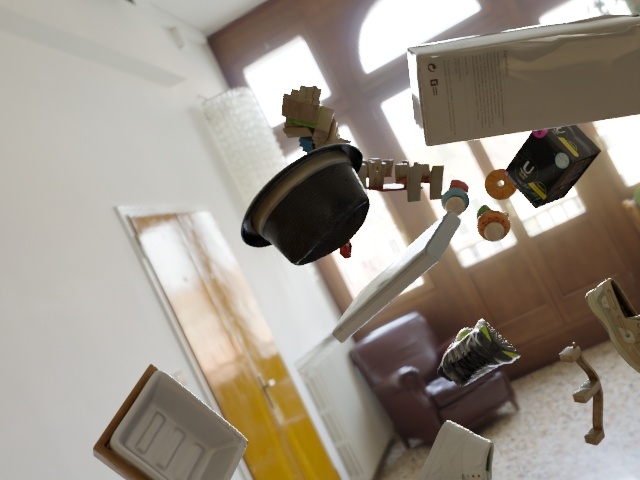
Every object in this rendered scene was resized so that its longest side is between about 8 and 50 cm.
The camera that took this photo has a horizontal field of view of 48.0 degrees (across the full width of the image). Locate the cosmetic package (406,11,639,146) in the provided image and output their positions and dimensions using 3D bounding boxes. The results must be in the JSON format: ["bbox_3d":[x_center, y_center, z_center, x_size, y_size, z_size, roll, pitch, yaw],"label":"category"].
[{"bbox_3d":[0.336,-0.269,1.180,0.366,0.155,0.197,-7,18,5],"label":"cosmetic package"}]

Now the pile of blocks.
[{"bbox_3d":[-0.015,-0.341,2.114,0.149,0.112,0.362,1,-31,23],"label":"pile of blocks"}]

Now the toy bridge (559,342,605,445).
[{"bbox_3d":[0.475,0.267,1.280,0.063,0.188,0.026,-28,14,-35],"label":"toy bridge"}]

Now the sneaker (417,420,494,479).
[{"bbox_3d":[0.360,0.647,1.917,0.169,0.292,0.108,16,-13,36],"label":"sneaker"}]

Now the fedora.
[{"bbox_3d":[-0.010,-0.058,1.599,0.334,0.152,0.334,-32,-23,-15],"label":"fedora"}]

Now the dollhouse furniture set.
[{"bbox_3d":[0.152,-0.137,1.882,0.259,0.135,0.262,-6,13,-35],"label":"dollhouse furniture set"}]

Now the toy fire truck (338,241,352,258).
[{"bbox_3d":[0.000,0.000,2.198,0.135,0.047,0.192,-12,-35,29],"label":"toy fire truck"}]

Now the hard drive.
[{"bbox_3d":[0.184,0.089,1.750,0.353,0.047,0.233,-45,1,35],"label":"hard drive"}]

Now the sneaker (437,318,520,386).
[{"bbox_3d":[0.324,0.250,1.507,0.121,0.111,0.300,-46,-10,-11],"label":"sneaker"}]

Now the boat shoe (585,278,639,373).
[{"bbox_3d":[0.869,0.246,2.009,0.109,0.302,0.098,-1,-37,-41],"label":"boat shoe"}]

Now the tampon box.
[{"bbox_3d":[0.509,-0.173,1.589,0.102,0.120,0.161,-20,-29,-31],"label":"tampon box"}]

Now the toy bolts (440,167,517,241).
[{"bbox_3d":[0.484,-0.116,2.181,0.158,0.229,0.218,-64,-9,-67],"label":"toy bolts"}]

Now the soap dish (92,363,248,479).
[{"bbox_3d":[-0.316,0.438,1.523,0.118,0.291,0.229,-36,18,40],"label":"soap dish"}]
